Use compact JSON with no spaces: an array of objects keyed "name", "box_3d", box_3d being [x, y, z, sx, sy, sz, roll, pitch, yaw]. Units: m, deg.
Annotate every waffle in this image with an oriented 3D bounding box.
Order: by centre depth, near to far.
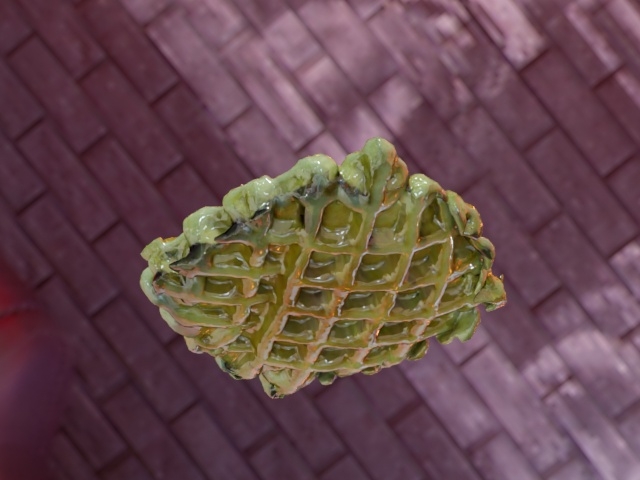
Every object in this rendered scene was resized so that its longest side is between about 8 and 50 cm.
[{"name":"waffle","box_3d":[0.002,0.024,1.167,0.208,0.214,0.054,42,34,-49]}]

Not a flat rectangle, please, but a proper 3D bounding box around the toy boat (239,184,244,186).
[{"name":"toy boat","box_3d":[0.011,-0.005,1.418,0.149,0.105,0.034,45,8,7]}]
